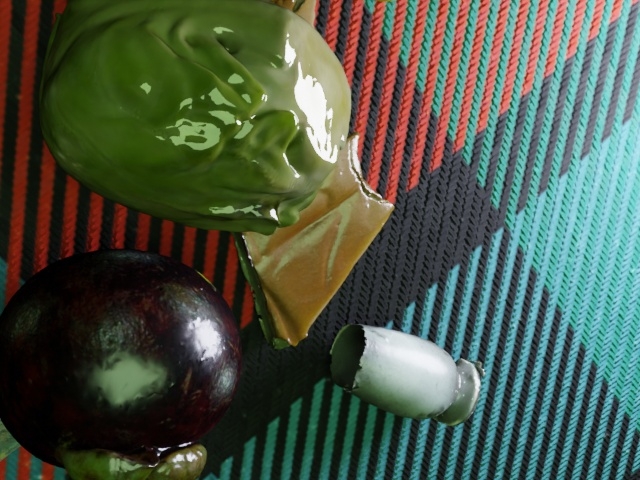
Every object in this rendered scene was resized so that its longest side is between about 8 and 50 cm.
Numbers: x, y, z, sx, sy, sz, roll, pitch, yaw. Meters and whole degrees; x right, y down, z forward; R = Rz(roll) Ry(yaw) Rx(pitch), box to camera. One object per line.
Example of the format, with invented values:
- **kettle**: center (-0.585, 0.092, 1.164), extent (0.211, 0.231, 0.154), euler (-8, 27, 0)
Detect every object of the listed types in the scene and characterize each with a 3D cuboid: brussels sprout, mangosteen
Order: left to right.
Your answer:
- **mangosteen**: center (-0.222, 0.148, 0.925), extent (0.288, 0.288, 0.288), euler (-5, 106, -18)
- **brussels sprout**: center (-0.143, -0.138, 0.866), extent (0.328, 0.328, 0.247), euler (10, 79, -21)

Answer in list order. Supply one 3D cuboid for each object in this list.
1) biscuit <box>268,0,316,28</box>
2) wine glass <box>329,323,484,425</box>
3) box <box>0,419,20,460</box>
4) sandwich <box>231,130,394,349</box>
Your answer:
- **biscuit**: center (-0.091, -0.339, 0.891), extent (0.217, 0.044, 0.324), euler (-7, 136, -18)
- **wine glass**: center (0.117, 0.185, 1.145), extent (0.204, 0.111, 0.111), euler (21, 97, -26)
- **box**: center (-0.496, 0.264, 0.996), extent (0.285, 0.044, 0.142), euler (-38, 109, -6)
- **sandwich**: center (0.000, 0.000, 1.082), extent (0.212, 0.063, 0.245), euler (-21, 112, -14)
